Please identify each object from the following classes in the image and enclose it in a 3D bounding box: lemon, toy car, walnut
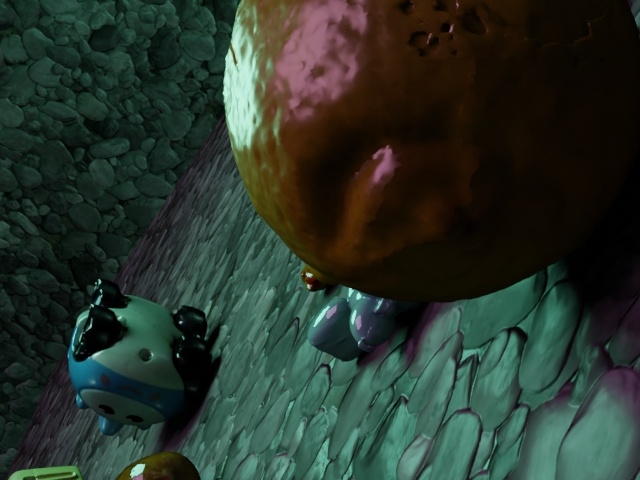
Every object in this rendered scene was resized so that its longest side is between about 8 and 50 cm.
[{"bbox_3d":[0.073,-0.102,0.833,0.297,0.297,0.297,-56,14,21],"label":"lemon"},{"bbox_3d":[-0.267,0.179,1.764,0.255,0.188,0.190,-119,50,-72],"label":"toy car"},{"bbox_3d":[-0.193,0.309,1.393,0.116,0.116,0.207,-75,11,-47],"label":"walnut"}]

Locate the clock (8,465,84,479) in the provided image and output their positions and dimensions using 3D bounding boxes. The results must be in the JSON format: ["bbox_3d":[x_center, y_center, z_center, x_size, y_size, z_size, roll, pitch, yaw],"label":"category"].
[{"bbox_3d":[-0.293,0.422,1.376,0.235,0.096,0.308,-140,50,-64],"label":"clock"}]

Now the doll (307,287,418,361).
[{"bbox_3d":[0.047,0.044,1.114,0.158,0.059,0.159,-45,19,52],"label":"doll"}]

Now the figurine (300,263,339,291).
[{"bbox_3d":[0.000,0.004,1.353,0.176,0.121,0.122,-113,24,-62],"label":"figurine"}]
